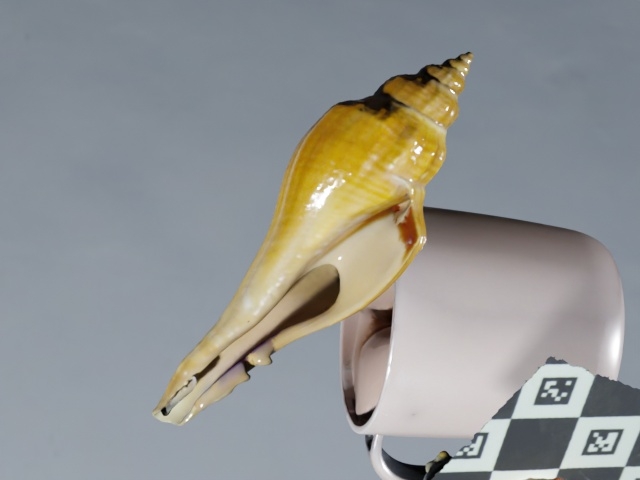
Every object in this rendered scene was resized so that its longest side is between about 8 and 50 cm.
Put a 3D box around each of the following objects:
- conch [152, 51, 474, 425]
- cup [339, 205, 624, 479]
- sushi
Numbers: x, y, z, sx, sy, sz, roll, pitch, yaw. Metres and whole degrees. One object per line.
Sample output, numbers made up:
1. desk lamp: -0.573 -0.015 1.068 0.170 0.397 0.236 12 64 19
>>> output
1. conch: -0.001 -0.001 1.320 0.109 0.330 0.093 38 6 -12
2. cup: 0.128 0.100 1.594 0.200 0.253 0.191 6 23 -12
3. sushi: 0.184 0.190 1.371 0.290 0.264 0.050 24 30 -31
